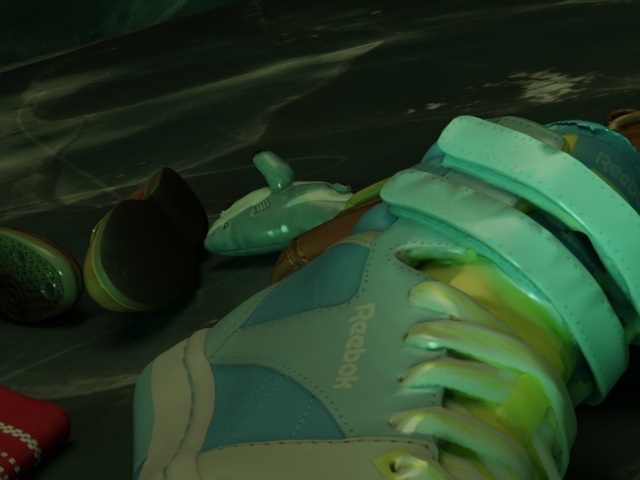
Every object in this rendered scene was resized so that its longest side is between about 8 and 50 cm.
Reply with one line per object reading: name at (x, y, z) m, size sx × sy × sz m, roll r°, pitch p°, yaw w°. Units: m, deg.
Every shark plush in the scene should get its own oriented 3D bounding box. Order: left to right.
shark plush at (0.000, 0.000, 0.877) m, size 0.161 × 0.073 × 0.067 m, roll 19°, pitch 51°, yaw 24°

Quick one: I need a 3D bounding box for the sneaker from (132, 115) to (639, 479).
sneaker at (0.048, 0.049, 0.403) m, size 0.208 × 0.127 × 0.319 m, roll -40°, pitch 20°, yaw 0°

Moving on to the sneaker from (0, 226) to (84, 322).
sneaker at (-0.217, 0.013, 0.919) m, size 0.188 × 0.066 × 0.071 m, roll 6°, pitch 20°, yaw 43°

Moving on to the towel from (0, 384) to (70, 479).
towel at (-0.271, 0.120, 0.593) m, size 0.198 × 0.031 × 0.275 m, roll 18°, pitch 29°, yaw 20°

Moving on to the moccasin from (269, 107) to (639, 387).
moccasin at (0.166, -0.002, 0.598) m, size 0.380 × 0.139 × 0.147 m, roll -15°, pitch 23°, yaw 25°

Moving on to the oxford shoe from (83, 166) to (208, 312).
oxford shoe at (-0.131, 0.013, 0.880) m, size 0.076 × 0.076 × 0.212 m, roll -33°, pitch 9°, yaw 11°
